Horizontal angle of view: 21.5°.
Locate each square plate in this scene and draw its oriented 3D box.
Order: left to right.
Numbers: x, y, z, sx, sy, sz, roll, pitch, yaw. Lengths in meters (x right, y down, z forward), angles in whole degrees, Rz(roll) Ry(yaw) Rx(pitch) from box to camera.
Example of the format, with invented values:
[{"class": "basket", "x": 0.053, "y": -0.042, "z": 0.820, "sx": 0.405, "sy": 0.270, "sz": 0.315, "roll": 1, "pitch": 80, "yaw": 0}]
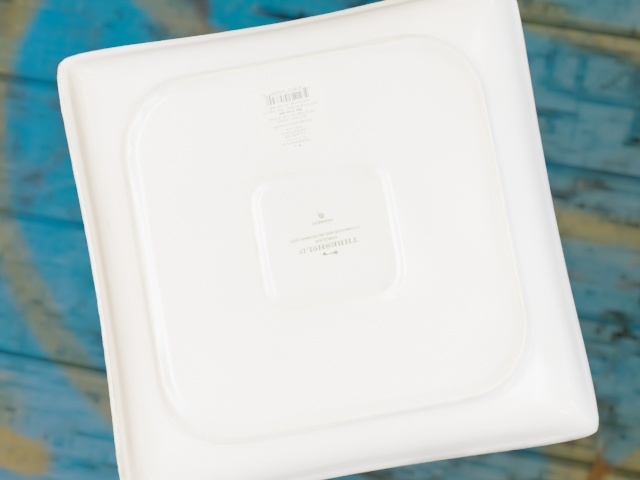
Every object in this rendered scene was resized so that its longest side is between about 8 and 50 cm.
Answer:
[{"class": "square plate", "x": 0.000, "y": 0.000, "z": 1.212, "sx": 0.049, "sy": 0.347, "sz": 0.344, "roll": 64, "pitch": 16, "yaw": -83}]
